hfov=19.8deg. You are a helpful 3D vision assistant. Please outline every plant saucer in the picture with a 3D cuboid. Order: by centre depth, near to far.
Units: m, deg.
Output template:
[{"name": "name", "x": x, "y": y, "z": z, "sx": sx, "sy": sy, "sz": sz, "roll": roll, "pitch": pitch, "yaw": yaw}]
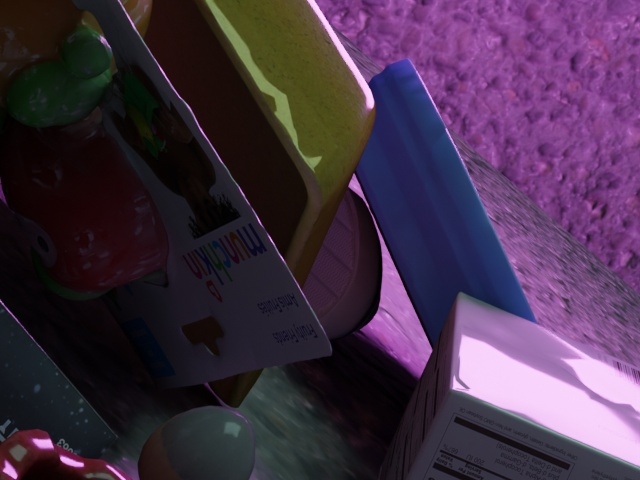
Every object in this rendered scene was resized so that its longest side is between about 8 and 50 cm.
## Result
[{"name": "plant saucer", "x": -0.080, "y": -0.104, "z": 1.072, "sx": 0.333, "sy": 0.081, "sz": 0.333, "roll": 59, "pitch": -21, "yaw": 16}]

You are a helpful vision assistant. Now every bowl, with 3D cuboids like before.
[{"name": "bowl", "x": 0.115, "y": 0.048, "z": 1.441, "sx": 0.391, "sy": 0.077, "sz": 0.391, "roll": -24, "pitch": 90, "yaw": -87}]

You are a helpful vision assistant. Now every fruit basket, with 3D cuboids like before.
[{"name": "fruit basket", "x": -0.148, "y": -0.072, "z": 0.932, "sx": 0.353, "sy": 0.165, "sz": 0.327, "roll": 63, "pitch": -20, "yaw": -3}]

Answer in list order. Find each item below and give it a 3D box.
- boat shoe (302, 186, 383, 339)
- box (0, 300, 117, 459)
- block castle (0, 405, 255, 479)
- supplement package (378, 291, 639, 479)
[{"name": "boat shoe", "x": 0.000, "y": 0.000, "z": 1.473, "sx": 0.094, "sy": 0.109, "sz": 0.302, "roll": 40, "pitch": 10, "yaw": -27}, {"name": "box", "x": -0.193, "y": -0.002, "z": 0.685, "sx": 0.159, "sy": 0.044, "sz": 0.233, "roll": 13, "pitch": -34, "yaw": 50}, {"name": "block castle", "x": -0.193, "y": 0.068, "z": 0.351, "sx": 0.453, "sy": 0.213, "sz": 0.303, "roll": 37, "pitch": 14, "yaw": -28}, {"name": "supplement package", "x": 0.176, "y": 0.171, "z": 1.163, "sx": 0.262, "sy": 0.145, "sz": 0.204, "roll": 24, "pitch": 16, "yaw": -1}]
